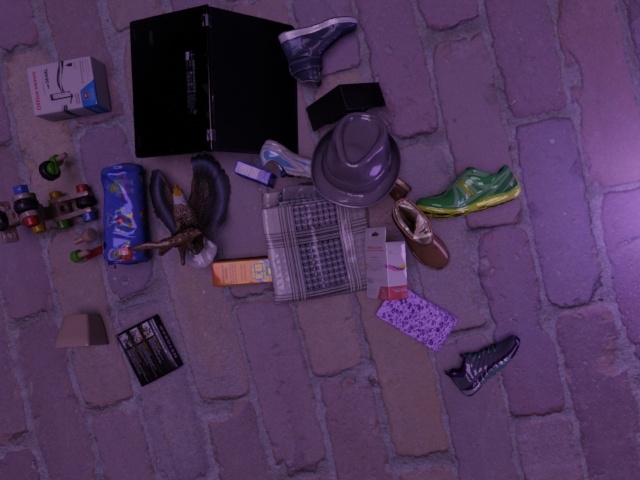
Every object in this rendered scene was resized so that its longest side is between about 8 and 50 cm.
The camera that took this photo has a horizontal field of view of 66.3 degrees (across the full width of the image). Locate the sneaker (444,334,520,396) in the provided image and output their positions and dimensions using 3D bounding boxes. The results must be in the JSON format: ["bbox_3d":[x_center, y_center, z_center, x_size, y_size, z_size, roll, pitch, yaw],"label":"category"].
[{"bbox_3d":[0.456,0.333,1.381,0.098,0.083,0.224,43,96,7],"label":"sneaker"}]

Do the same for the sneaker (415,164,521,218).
[{"bbox_3d":[0.399,-0.135,1.361,0.295,0.109,0.124,-14,83,-3],"label":"sneaker"}]

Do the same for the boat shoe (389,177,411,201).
[{"bbox_3d":[0.171,-0.172,1.395,0.178,0.064,0.060,33,93,1],"label":"boat shoe"}]

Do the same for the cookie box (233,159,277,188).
[{"bbox_3d":[-0.188,-0.191,1.417,0.107,0.092,0.040,21,91,5],"label":"cookie box"}]

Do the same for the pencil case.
[{"bbox_3d":[-0.581,-0.074,1.447,0.133,0.119,0.306,-2,91,-3],"label":"pencil case"}]

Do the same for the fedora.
[{"bbox_3d":[0.099,-0.235,1.303,0.243,0.124,0.275,21,65,9],"label":"fedora"}]

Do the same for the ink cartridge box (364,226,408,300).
[{"bbox_3d":[0.179,0.061,1.355,0.067,0.115,0.198,-4,91,-26],"label":"ink cartridge box"}]

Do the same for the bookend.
[{"bbox_3d":[0.070,-0.377,1.383,0.157,0.156,0.072,-18,90,50],"label":"bookend"}]

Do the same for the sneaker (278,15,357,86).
[{"bbox_3d":[0.011,-0.528,1.387,0.226,0.086,0.163,-16,94,3],"label":"sneaker"}]

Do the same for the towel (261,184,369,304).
[{"bbox_3d":[0.000,0.000,1.380,0.312,0.056,0.324,-8,91,-12],"label":"towel"}]

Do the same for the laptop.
[{"bbox_3d":[-0.300,-0.429,1.404,0.408,0.236,0.382,-1,92,21],"label":"laptop"}]

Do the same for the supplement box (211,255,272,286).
[{"bbox_3d":[-0.195,0.087,1.436,0.233,0.080,0.078,-5,93,3],"label":"supplement box"}]

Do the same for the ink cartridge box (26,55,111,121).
[{"bbox_3d":[-0.750,-0.450,1.466,0.203,0.086,0.148,-9,92,5],"label":"ink cartridge box"}]

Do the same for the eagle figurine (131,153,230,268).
[{"bbox_3d":[-0.384,-0.090,1.400,0.226,0.298,0.225,18,126,-23],"label":"eagle figurine"}]

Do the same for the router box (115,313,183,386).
[{"bbox_3d":[-0.520,0.335,1.495,0.133,0.046,0.179,-27,90,6],"label":"router box"}]

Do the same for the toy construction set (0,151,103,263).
[{"bbox_3d":[-0.810,-0.049,1.453,0.237,0.257,0.309,-21,113,24],"label":"toy construction set"}]

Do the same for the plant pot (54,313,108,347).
[{"bbox_3d":[-0.723,0.273,1.487,0.109,0.109,0.096,-5,80,6],"label":"plant pot"}]

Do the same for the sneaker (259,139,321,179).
[{"bbox_3d":[-0.061,-0.204,1.386,0.237,0.085,0.086,20,94,-19],"label":"sneaker"}]

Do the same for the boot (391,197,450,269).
[{"bbox_3d":[0.265,-0.006,1.289,0.089,0.269,0.236,-43,88,6],"label":"boot"}]

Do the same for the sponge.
[{"bbox_3d":[0.277,0.221,1.417,0.210,0.031,0.117,31,94,5],"label":"sponge"}]
